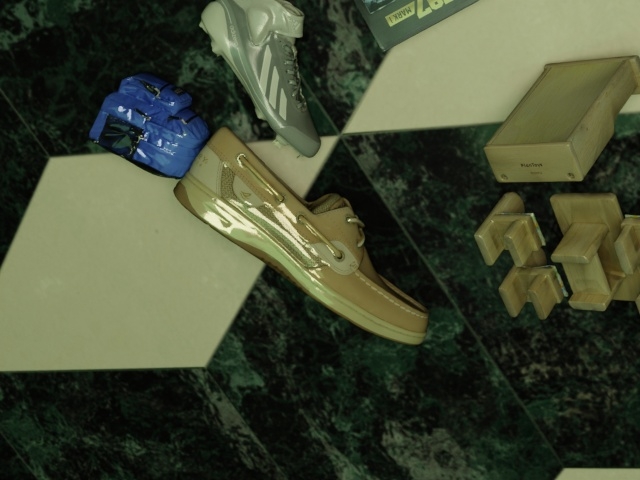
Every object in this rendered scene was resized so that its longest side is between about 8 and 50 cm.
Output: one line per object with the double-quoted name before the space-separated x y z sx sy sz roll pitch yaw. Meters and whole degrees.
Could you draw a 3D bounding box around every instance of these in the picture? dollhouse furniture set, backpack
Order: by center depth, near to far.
"dollhouse furniture set" 0.288 -0.046 1.203 0.212 0.161 0.242 2 130 42
"backpack" -0.188 -0.130 1.320 0.120 0.098 0.101 30 113 2

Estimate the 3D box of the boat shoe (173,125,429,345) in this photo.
"boat shoe" 0.000 0.000 1.312 0.341 0.121 0.110 34 94 -14

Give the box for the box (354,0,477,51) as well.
"box" 0.122 -0.329 1.178 0.232 0.059 0.183 -26 103 22

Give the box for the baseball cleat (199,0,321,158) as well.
"baseball cleat" -0.044 -0.192 1.272 0.109 0.072 0.206 -34 104 17
